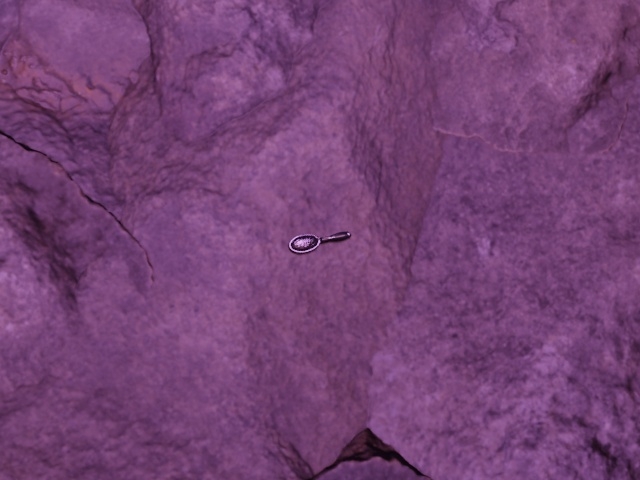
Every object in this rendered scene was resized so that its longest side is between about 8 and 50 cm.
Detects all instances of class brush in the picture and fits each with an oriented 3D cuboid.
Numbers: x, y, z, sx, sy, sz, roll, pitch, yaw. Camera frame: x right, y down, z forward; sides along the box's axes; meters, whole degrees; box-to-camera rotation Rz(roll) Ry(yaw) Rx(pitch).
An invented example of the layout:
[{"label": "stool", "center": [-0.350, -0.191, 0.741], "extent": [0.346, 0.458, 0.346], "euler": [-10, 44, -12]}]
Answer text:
[{"label": "brush", "center": [0.000, 0.000, 1.483], "extent": [0.083, 0.008, 0.024], "euler": [-10, 84, -16]}]
